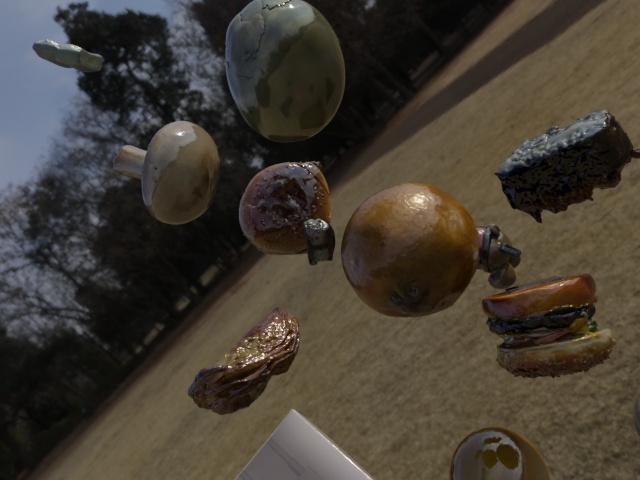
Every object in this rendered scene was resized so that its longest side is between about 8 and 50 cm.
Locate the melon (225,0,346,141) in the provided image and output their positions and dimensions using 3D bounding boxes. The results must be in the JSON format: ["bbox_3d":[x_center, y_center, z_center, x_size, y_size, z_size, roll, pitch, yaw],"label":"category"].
[{"bbox_3d":[-0.077,-0.386,1.521,0.268,0.330,0.269,-8,30,5],"label":"melon"}]

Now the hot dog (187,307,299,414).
[{"bbox_3d":[-0.128,0.242,1.333,0.259,0.114,0.175,-37,-12,-42],"label":"hot dog"}]

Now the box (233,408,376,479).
[{"bbox_3d":[-0.013,0.435,1.107,0.203,0.251,0.106,-48,-34,-11],"label":"box"}]

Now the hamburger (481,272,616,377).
[{"bbox_3d":[0.532,0.204,1.595,0.290,0.225,0.291,-12,-6,-1],"label":"hamburger"}]

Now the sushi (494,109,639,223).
[{"bbox_3d":[0.616,-0.191,1.685,0.343,0.182,0.196,-23,25,40],"label":"sushi"}]

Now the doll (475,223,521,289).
[{"bbox_3d":[0.385,0.024,1.884,0.235,0.329,0.174,-63,-26,-45],"label":"doll"}]

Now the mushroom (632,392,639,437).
[{"bbox_3d":[0.596,0.256,1.064,0.204,0.204,0.204,-47,5,6],"label":"mushroom"}]

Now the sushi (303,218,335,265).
[{"bbox_3d":[0.000,0.000,1.074,0.045,0.083,0.044,-11,42,-5],"label":"sushi"}]

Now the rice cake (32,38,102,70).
[{"bbox_3d":[-0.463,-0.339,1.264,0.222,0.080,0.042,-125,42,-77],"label":"rice cake"}]

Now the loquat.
[{"bbox_3d":[0.207,0.027,1.580,0.328,0.328,0.328,-47,5,6],"label":"loquat"}]

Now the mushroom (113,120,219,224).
[{"bbox_3d":[-0.311,-0.141,1.359,0.207,0.215,0.208,15,-90,-76],"label":"mushroom"}]

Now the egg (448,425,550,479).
[{"bbox_3d":[0.452,0.623,1.709,0.250,0.250,0.323,-44,30,31],"label":"egg"}]

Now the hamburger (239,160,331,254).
[{"bbox_3d":[-0.086,-0.086,1.819,0.286,0.243,0.146,-48,-8,-21],"label":"hamburger"}]
